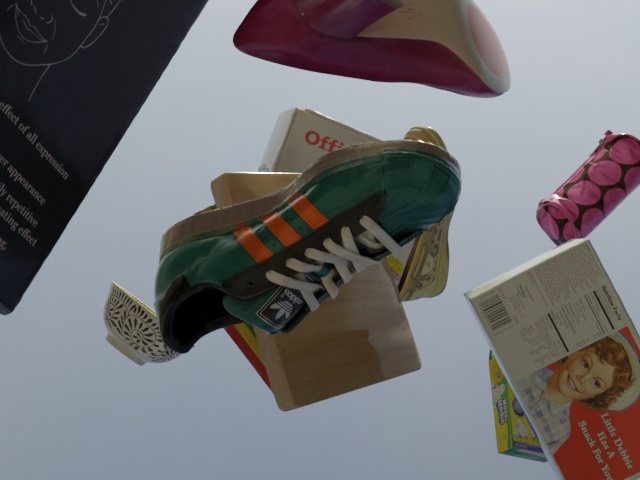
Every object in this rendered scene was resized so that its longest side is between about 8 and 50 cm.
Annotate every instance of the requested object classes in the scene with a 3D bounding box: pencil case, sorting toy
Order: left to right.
[{"bbox_3d":[-0.020,0.057,1.080,0.089,0.257,0.256,-25,-102,34],"label":"sorting toy"},{"bbox_3d":[0.434,-0.083,1.497,0.209,0.095,0.098,-42,-91,-20],"label":"pencil case"}]

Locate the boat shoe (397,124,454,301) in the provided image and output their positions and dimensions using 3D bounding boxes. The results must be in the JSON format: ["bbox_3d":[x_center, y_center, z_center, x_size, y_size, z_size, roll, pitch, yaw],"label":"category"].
[{"bbox_3d":[0.153,-0.040,1.500,0.104,0.089,0.285,9,-74,51],"label":"boat shoe"}]

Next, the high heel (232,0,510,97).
[{"bbox_3d":[0.051,-0.142,0.711,0.117,0.244,0.082,-21,-105,34],"label":"high heel"}]

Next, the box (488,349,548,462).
[{"bbox_3d":[0.325,0.256,1.498,0.043,0.105,0.179,-39,-136,45],"label":"box"}]

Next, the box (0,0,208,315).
[{"bbox_3d":[-0.303,-0.193,0.770,0.212,0.293,0.396,13,-117,30],"label":"box"}]

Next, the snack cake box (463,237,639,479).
[{"bbox_3d":[0.293,0.146,1.072,0.152,0.089,0.264,-27,-92,3],"label":"snack cake box"}]

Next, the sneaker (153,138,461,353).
[{"bbox_3d":[-0.015,0.018,0.795,0.302,0.108,0.121,-21,-132,27],"label":"sneaker"}]

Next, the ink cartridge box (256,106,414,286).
[{"bbox_3d":[0.000,0.000,1.298,0.306,0.226,0.131,-69,-163,-4],"label":"ink cartridge box"}]

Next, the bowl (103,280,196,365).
[{"bbox_3d":[-0.285,0.145,1.476,0.170,0.170,0.080,30,-101,40],"label":"bowl"}]
